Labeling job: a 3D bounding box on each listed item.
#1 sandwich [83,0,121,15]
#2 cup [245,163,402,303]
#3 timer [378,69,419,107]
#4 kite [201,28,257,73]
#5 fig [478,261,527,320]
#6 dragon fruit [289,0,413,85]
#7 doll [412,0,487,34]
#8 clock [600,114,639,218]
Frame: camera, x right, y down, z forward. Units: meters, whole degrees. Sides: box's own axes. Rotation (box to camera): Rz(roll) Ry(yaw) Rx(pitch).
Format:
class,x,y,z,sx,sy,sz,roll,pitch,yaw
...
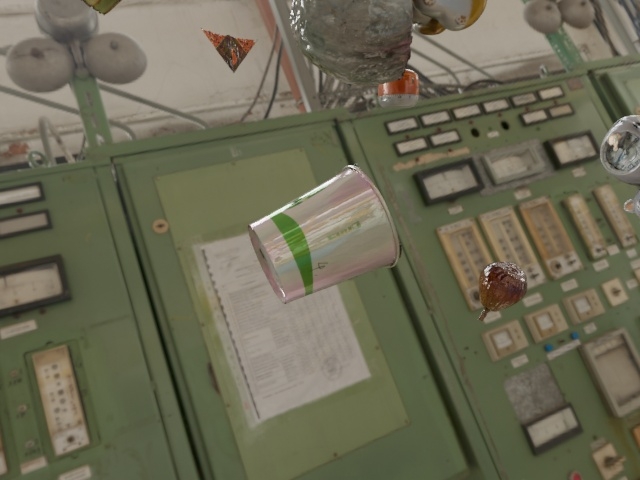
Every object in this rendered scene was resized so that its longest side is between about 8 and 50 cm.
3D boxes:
class,x,y,z,sx,sy,sz,roll,pitch,yaw
sandwich,-0.333,-0.467,0.812,0.163,0.114,0.079,-33,-30,20
cup,0.000,0.000,1.105,0.273,0.253,0.253,-26,-11,-13
timer,0.213,-0.421,1.365,0.099,0.136,0.136,0,-23,-40
kite,-0.282,-0.596,1.608,0.008,0.125,0.222,-2,5,45
fig,0.428,0.126,1.189,0.119,0.153,0.119,7,2,0
dragon fruit,0.058,-0.444,1.055,0.221,0.204,0.283,-7,-26,-9
doll,0.253,-0.538,1.089,0.162,0.166,0.269,-60,19,6
clock,0.472,-0.094,0.727,0.079,0.176,0.117,-7,-40,-32
